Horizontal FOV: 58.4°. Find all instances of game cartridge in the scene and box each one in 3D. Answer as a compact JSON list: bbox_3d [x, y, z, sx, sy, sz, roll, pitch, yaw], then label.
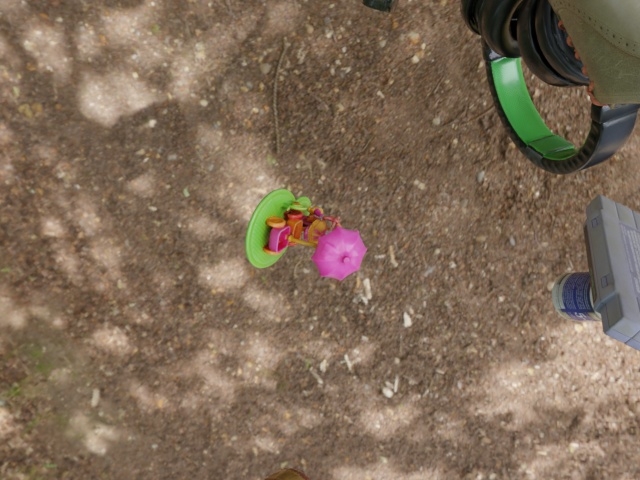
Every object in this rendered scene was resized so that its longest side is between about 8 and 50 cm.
[{"bbox_3d":[0.578,0.073,0.996,0.230,0.355,0.068,23,130,2],"label":"game cartridge"}]

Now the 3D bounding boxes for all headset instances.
[{"bbox_3d":[0.283,-0.268,0.638,0.185,0.243,0.394,-21,127,-5],"label":"headset"}]

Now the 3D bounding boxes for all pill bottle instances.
[{"bbox_3d":[0.605,0.120,1.234,0.112,0.112,0.186,49,163,-7],"label":"pill bottle"}]

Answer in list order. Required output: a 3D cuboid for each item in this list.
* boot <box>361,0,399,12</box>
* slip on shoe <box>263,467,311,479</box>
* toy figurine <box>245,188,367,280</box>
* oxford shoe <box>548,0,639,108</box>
[{"bbox_3d":[0.114,-0.440,0.862,0.077,0.198,0.137,12,129,-6],"label":"boot"},{"bbox_3d":[0.007,0.381,0.597,0.123,0.101,0.331,-9,111,41],"label":"slip on shoe"},{"bbox_3d":[0.000,0.000,0.876,0.159,0.173,0.130,21,116,26],"label":"toy figurine"},{"bbox_3d":[0.237,-0.180,0.470,0.348,0.123,0.130,47,135,32],"label":"oxford shoe"}]
